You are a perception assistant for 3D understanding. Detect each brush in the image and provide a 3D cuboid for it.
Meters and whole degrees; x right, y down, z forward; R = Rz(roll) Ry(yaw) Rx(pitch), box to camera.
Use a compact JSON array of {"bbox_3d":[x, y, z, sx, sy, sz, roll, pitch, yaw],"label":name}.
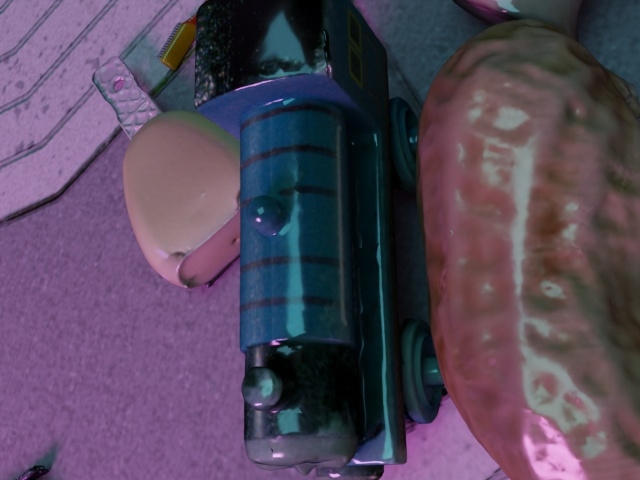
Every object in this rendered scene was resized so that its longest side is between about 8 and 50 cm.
[{"bbox_3d":[-0.121,-0.197,0.693,0.021,0.019,0.083,39,95,40],"label":"brush"}]

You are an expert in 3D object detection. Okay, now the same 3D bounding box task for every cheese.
[{"bbox_3d":[-0.136,-0.079,0.646,0.127,0.054,0.251,-43,61,5],"label":"cheese"}]

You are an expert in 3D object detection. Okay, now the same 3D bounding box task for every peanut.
[{"bbox_3d":[0.136,0.026,0.433,0.153,0.140,0.325,-11,72,2],"label":"peanut"}]

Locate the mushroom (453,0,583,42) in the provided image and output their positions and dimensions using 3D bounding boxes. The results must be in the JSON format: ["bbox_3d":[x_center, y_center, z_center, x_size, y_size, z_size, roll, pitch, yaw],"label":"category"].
[{"bbox_3d":[0.174,-0.294,0.454,0.314,0.314,0.336,37,113,30],"label":"mushroom"}]

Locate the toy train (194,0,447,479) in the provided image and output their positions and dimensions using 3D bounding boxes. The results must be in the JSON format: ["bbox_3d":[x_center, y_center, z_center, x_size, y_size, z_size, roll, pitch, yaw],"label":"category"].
[{"bbox_3d":[0.000,0.000,0.474,0.120,0.194,0.298,-9,72,23],"label":"toy train"}]

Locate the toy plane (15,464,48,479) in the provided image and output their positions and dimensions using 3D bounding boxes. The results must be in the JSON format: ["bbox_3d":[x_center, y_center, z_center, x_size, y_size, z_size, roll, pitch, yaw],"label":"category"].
[{"bbox_3d":[-0.299,0.271,0.624,0.197,0.053,0.078,-36,54,11],"label":"toy plane"}]
